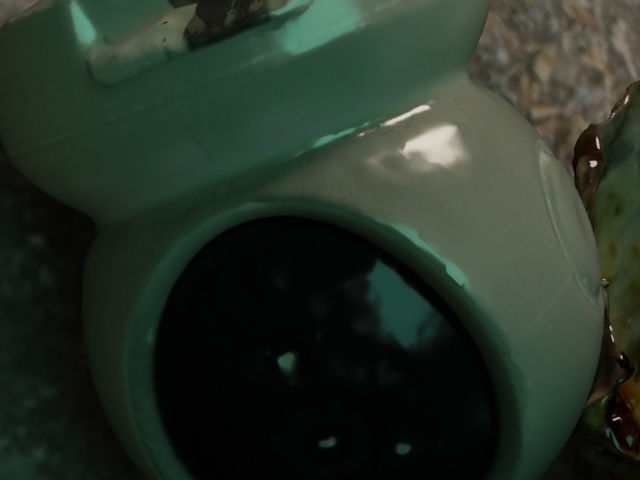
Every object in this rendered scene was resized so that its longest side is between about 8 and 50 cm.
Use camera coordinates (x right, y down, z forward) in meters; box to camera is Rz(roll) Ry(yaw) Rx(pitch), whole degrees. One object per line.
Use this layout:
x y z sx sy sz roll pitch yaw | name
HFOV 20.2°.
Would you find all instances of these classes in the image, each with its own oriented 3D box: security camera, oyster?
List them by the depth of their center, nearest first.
0.000 0.000 0.653 0.194 0.194 0.236 -25 98 -31 | security camera
0.216 0.064 0.793 0.337 0.133 0.198 27 71 -29 | oyster
